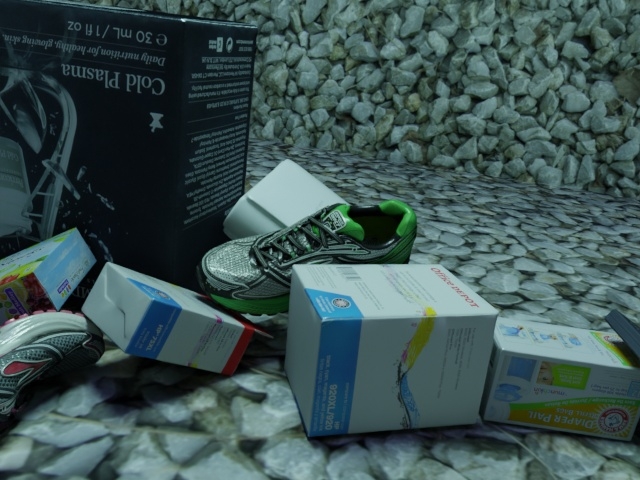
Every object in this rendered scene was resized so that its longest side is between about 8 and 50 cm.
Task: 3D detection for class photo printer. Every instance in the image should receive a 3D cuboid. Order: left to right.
[{"bbox_3d":[0.000,0.000,1.102,0.308,0.107,0.256,38,27,-2],"label":"photo printer"}]

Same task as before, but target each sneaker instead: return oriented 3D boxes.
[{"bbox_3d":[-0.374,0.167,0.698,0.112,0.121,0.299,51,24,13],"label":"sneaker"},{"bbox_3d":[-0.017,0.005,0.890,0.344,0.146,0.134,-15,57,-18],"label":"sneaker"}]

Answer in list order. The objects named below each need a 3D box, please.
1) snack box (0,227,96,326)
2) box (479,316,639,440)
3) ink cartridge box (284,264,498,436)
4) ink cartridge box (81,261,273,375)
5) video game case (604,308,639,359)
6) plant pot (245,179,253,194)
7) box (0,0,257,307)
[{"bbox_3d":[-0.445,0.074,0.842,0.207,0.070,0.174,-21,20,5],"label":"snack box"},{"bbox_3d":[0.325,0.187,0.824,0.203,0.114,0.103,8,19,1],"label":"box"},{"bbox_3d":[0.085,0.138,0.804,0.233,0.168,0.171,0,19,-15],"label":"ink cartridge box"},{"bbox_3d":[-0.191,0.117,0.835,0.134,0.078,0.231,25,-2,42],"label":"ink cartridge box"},{"bbox_3d":[0.498,0.210,0.749,0.274,0.026,0.196,35,17,-9],"label":"video game case"},{"bbox_3d":[-0.234,-0.092,1.441,0.238,0.109,0.237,5,19,-2],"label":"plant pot"},{"bbox_3d":[-0.391,-0.160,1.037,0.480,0.471,0.297,11,21,13],"label":"box"}]
